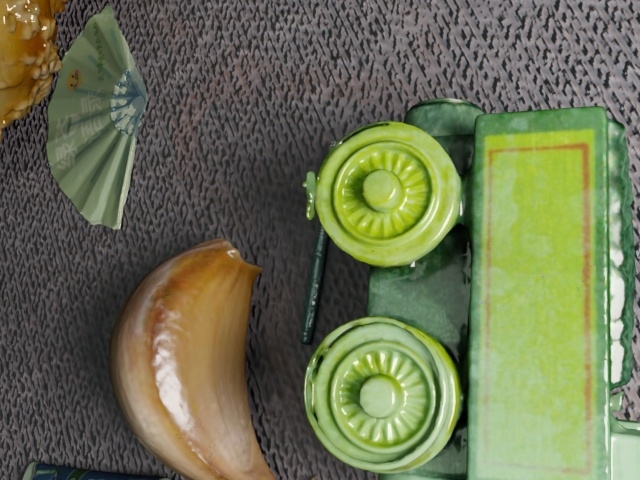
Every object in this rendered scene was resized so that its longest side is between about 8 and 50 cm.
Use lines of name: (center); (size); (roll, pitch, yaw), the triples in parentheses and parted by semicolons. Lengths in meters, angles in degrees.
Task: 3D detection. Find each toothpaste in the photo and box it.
toothpaste: (-0.188, 0.219, 0.651); (0.197, 0.035, 0.057); (-7, 61, 27)

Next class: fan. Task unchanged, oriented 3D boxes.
fan: (-0.222, -0.119, 0.754); (0.131, 0.009, 0.240); (-15, 73, 26)

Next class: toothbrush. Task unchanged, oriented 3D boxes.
toothbrush: (0.000, 0.000, 0.611); (0.011, 0.014, 0.167); (7, 83, 19)

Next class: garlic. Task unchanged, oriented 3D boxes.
garlic: (-0.104, 0.110, 0.598); (0.115, 0.128, 0.206); (-24, 75, 46)

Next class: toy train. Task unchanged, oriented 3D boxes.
toy train: (0.099, 0.041, 0.475); (0.188, 0.159, 0.271); (0, 79, 21)

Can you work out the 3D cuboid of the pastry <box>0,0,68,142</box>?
pastry: (-0.351, -0.230, 0.740); (0.284, 0.184, 0.315); (-36, 55, 26)
